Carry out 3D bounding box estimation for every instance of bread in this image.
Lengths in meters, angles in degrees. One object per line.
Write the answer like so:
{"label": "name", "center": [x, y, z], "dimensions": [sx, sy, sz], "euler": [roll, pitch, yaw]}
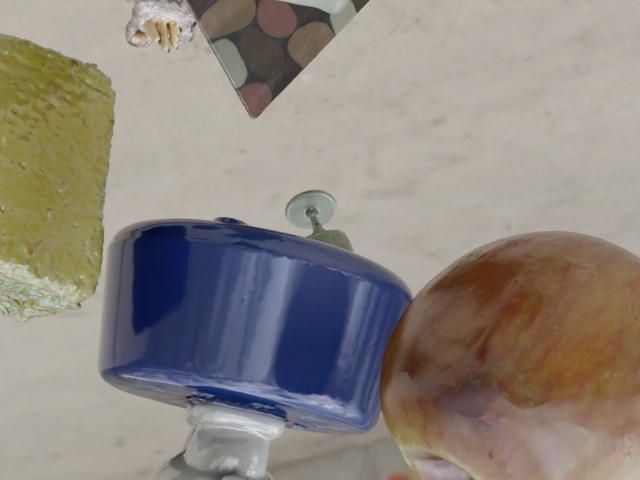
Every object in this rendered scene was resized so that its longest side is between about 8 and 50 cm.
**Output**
{"label": "bread", "center": [-0.231, -0.048, 0.916], "dimensions": [0.102, 0.196, 0.138], "euler": [-9, 159, 30]}

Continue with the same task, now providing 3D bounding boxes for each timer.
{"label": "timer", "center": [-0.082, 0.196, 1.010], "dimensions": [0.270, 0.383, 0.270], "euler": [10, 167, 2]}

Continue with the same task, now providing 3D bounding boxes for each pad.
{"label": "pad", "center": [-0.027, -0.245, 1.132], "dimensions": [0.003, 0.235, 0.158], "euler": [10, 140, 45]}

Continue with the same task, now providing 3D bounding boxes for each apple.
{"label": "apple", "center": [0.143, 0.100, 0.781], "dimensions": [0.188, 0.211, 0.211], "euler": [-40, 167, -23]}

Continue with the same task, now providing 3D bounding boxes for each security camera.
{"label": "security camera", "center": [0.000, 0.000, 1.205], "dimensions": [0.058, 0.092, 0.058], "euler": [-9, 142, -7]}

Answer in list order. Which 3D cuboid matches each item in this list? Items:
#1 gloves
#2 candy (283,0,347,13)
{"label": "gloves", "center": [-0.211, -0.310, 1.624], "dimensions": [0.110, 0.094, 0.144], "euler": [-11, -158, -20]}
{"label": "candy", "center": [-0.025, -0.378, 0.981], "dimensions": [0.145, 0.359, 0.208], "euler": [5, 150, -14]}
